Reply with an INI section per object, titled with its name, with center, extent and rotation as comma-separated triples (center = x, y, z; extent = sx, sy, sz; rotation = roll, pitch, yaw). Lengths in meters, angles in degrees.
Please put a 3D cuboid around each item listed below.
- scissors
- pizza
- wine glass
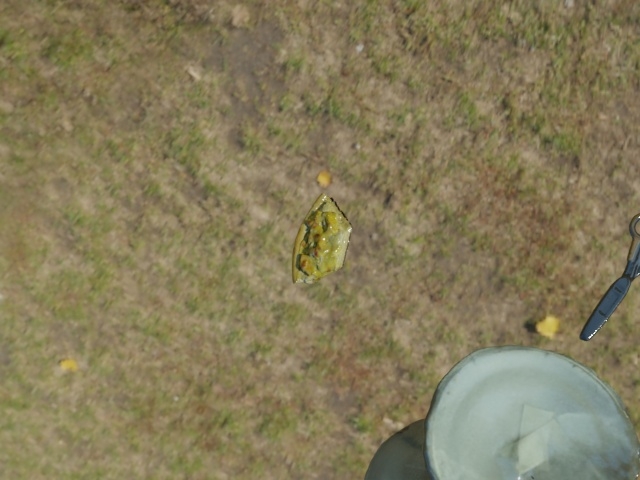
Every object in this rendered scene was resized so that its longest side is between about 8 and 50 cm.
[scissors]
center = 0.447, 0.059, 1.378
extent = 0.088, 0.220, 0.017
rotation = 36, 171, 11
[pizza]
center = 0.000, 0.000, 1.521
extent = 0.099, 0.160, 0.036
rotation = 9, 168, 41
[wine glass]
center = 0.187, 0.277, 1.051
extent = 0.267, 0.267, 0.406
rotation = 17, 156, 6
